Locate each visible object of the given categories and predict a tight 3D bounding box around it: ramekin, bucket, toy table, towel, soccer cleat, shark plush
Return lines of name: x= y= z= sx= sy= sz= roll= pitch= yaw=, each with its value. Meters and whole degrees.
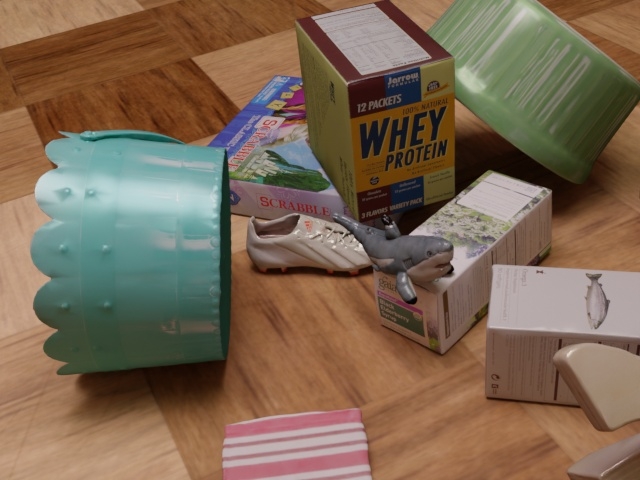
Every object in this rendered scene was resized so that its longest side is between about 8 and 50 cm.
ramekin: x=0.283 y=-0.228 z=1.136 sx=0.303 sy=0.148 sz=0.303 roll=33 pitch=20 yaw=-14
bucket: x=-0.195 y=0.014 z=0.939 sx=0.183 sy=0.281 sz=0.281 roll=1 pitch=36 yaw=-4
toy table: x=0.321 y=0.164 z=0.679 sx=0.161 sy=0.252 sz=0.274 roll=-31 pitch=74 yaw=-15
towel: x=-0.020 y=0.244 z=0.794 sx=0.144 sy=0.029 sz=0.197 roll=-7 pitch=38 yaw=0
soccer cleat: x=0.000 y=0.000 z=1.077 sx=0.196 sy=0.076 sz=0.068 roll=-3 pitch=36 yaw=6
shark plush: x=0.083 y=-0.002 z=0.912 sx=0.073 sy=0.067 sz=0.161 roll=-27 pitch=41 yaw=-21

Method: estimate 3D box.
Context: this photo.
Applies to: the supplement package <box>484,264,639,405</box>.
supplement package: x=0.264 y=0.099 z=0.870 sx=0.179 sy=0.105 sz=0.105 roll=3 pitch=37 yaw=13

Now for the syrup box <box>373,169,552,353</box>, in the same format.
syrup box: x=0.174 y=0.020 z=1.001 sx=0.093 sy=0.096 sz=0.237 roll=24 pitch=49 yaw=38

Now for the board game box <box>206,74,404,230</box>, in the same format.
board game box: x=0.008 y=-0.141 z=1.275 sx=0.318 sy=0.066 sz=0.319 roll=10 pitch=40 yaw=21

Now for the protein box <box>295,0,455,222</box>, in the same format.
protein box: x=0.070 y=-0.170 z=1.080 sx=0.136 sy=0.200 sz=0.201 roll=-16 pitch=38 yaw=-11
